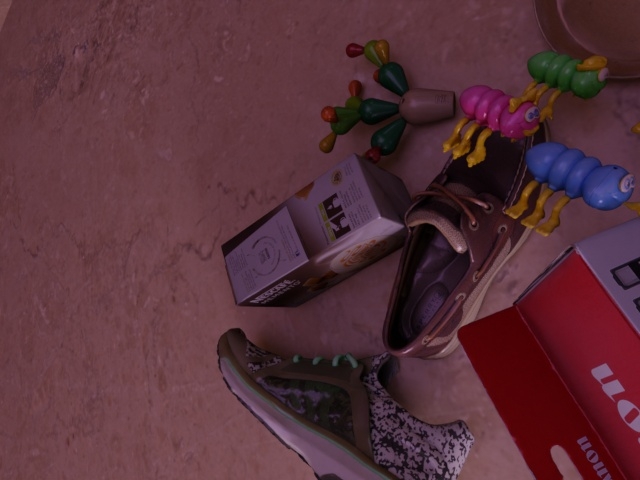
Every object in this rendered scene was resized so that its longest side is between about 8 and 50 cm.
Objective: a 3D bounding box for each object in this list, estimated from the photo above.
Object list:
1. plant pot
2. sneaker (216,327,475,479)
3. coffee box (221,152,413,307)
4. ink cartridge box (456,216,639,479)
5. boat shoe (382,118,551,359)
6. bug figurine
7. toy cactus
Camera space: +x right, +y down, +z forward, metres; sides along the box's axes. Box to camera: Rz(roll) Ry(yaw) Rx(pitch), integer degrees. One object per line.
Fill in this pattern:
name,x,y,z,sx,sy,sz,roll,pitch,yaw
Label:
plant pot,0.348,-0.293,0.503,0.236,0.033,0.236,12,107,45
sneaker,0.025,0.214,0.648,0.411,0.158,0.182,29,68,37
coffee box,0.000,0.000,0.668,0.247,0.141,0.098,-32,65,26
ink cartridge box,0.303,0.134,0.353,0.272,0.130,0.309,-20,64,-12
boat shoe,0.163,-0.014,0.566,0.123,0.123,0.341,30,99,34
bug figurine,0.252,-0.120,0.453,0.279,0.072,0.216,-31,45,-23
toy cactus,0.092,-0.192,0.666,0.181,0.112,0.218,1,66,22
